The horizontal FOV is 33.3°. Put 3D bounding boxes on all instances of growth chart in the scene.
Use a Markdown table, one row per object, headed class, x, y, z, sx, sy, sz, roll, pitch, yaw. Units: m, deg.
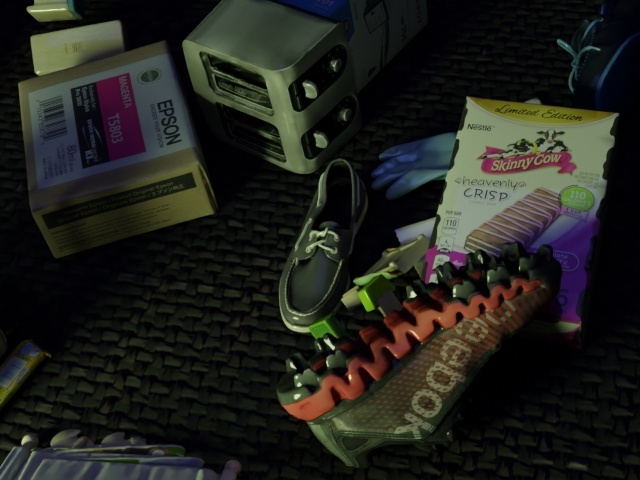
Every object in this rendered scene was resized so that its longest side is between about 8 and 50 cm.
| class | x | y | z | sx | sy | sz | roll | pitch | yaw |
| --- | --- | --- | --- | --- | --- | --- | --- | --- | --- |
| growth chart | -0.188 | 0.219 | 0.947 | 0.237 | 0.021 | 0.172 | 3 | 20 | 14 |

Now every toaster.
| class | x | y | z | sx | sy | sz | roll | pitch | yaw |
| --- | --- | --- | --- | --- | --- | --- | --- | --- | --- |
| toaster | -0.057 | -0.186 | 1.219 | 0.185 | 0.168 | 0.110 | 25 | 59 | 28 |

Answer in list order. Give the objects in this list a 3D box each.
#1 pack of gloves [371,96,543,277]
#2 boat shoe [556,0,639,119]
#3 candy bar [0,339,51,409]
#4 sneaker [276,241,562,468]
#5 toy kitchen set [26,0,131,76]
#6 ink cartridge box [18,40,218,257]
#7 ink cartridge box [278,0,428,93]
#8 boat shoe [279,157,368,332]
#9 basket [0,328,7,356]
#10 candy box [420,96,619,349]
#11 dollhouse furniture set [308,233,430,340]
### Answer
| class | x | y | z | sx | sy | sz | roll | pitch | yaw |
| --- | --- | --- | --- | --- | --- | --- | --- | --- | --- |
| pack of gloves | 0.177 | -0.073 | 1.159 | 0.232 | 0.046 | 0.195 | -20 | 50 | -7 |
| boat shoe | 0.328 | -0.209 | 1.228 | 0.089 | 0.109 | 0.258 | 10 | 35 | 28 |
| candy bar | -0.330 | 0.162 | 1.067 | 0.040 | 0.018 | 0.161 | 21 | 56 | 22 |
| sneaker | 0.104 | 0.108 | 0.954 | 0.276 | 0.135 | 0.097 | -31 | 11 | -1 |
| toy kitchen set | -0.316 | -0.317 | 1.455 | 0.122 | 0.166 | 0.207 | -9 | 85 | 4 |
| ink cartridge box | -0.240 | -0.111 | 1.243 | 0.193 | 0.088 | 0.235 | -18 | 48 | -3 |
| ink cartridge box | 0.043 | -0.276 | 1.297 | 0.082 | 0.140 | 0.191 | 27 | 59 | 31 |
| boat shoe | 0.000 | 0.000 | 1.115 | 0.075 | 0.065 | 0.206 | 7 | 51 | 16 |
| basket | -0.449 | 0.099 | 0.999 | 0.201 | 0.255 | 0.289 | 17 | 36 | 22 |
| candy box | 0.199 | -0.022 | 1.060 | 0.159 | 0.071 | 0.233 | 8 | 65 | 17 |
| dollhouse furniture set | 0.060 | 0.061 | 1.059 | 0.151 | 0.076 | 0.058 | -41 | 98 | -36 |
